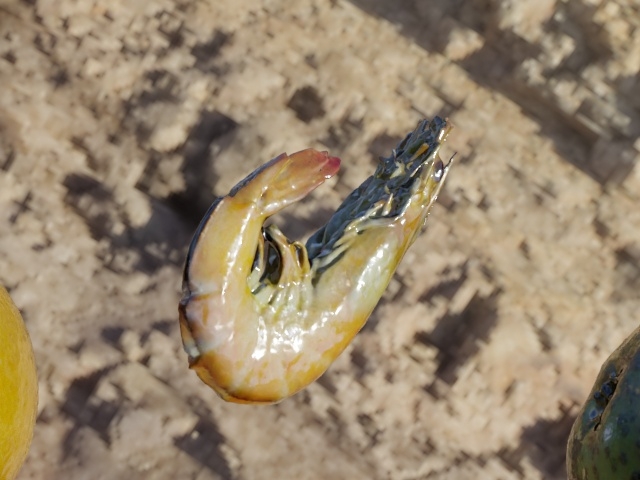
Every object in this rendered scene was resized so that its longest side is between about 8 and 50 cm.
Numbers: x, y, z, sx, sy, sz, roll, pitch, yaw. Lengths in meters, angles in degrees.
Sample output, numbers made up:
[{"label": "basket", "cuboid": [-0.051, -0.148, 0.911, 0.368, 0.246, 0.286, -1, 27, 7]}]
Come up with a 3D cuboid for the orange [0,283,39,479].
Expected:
[{"label": "orange", "cuboid": [-0.283, 0.094, 0.920, 0.236, 0.236, 0.236, 27, 23, -13]}]

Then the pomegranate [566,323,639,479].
[{"label": "pomegranate", "cuboid": [0.408, 0.223, 1.404, 0.341, 0.285, 0.285, 32, 23, -5]}]

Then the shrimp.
[{"label": "shrimp", "cuboid": [0.000, 0.000, 0.986, 0.068, 0.248, 0.150, 16, -38, 46]}]
